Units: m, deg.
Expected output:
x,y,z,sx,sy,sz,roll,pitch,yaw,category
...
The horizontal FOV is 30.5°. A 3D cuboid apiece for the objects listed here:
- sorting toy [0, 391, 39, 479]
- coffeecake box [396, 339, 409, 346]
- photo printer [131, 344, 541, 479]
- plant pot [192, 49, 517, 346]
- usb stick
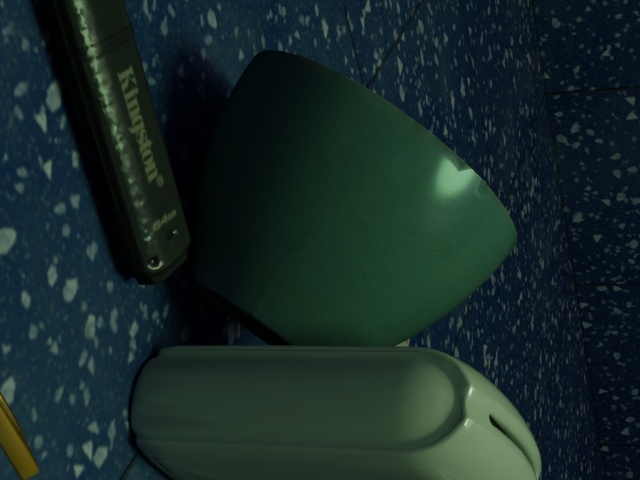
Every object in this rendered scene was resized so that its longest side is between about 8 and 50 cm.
x,y,z,sx,sy,sz,roll,pitch,yaw,category
-0.240,-0.016,0.572,0.347,0.047,0.196,64,-14,-16,sorting toy
0.053,0.057,1.378,0.185,0.068,0.142,64,32,-46,coffeecake box
0.029,0.178,1.005,0.256,0.308,0.107,54,40,-52,photo printer
0.000,0.000,1.047,0.195,0.290,0.290,-54,147,-11,plant pot
-0.158,-0.099,0.915,0.077,0.045,0.278,-55,138,-56,usb stick
